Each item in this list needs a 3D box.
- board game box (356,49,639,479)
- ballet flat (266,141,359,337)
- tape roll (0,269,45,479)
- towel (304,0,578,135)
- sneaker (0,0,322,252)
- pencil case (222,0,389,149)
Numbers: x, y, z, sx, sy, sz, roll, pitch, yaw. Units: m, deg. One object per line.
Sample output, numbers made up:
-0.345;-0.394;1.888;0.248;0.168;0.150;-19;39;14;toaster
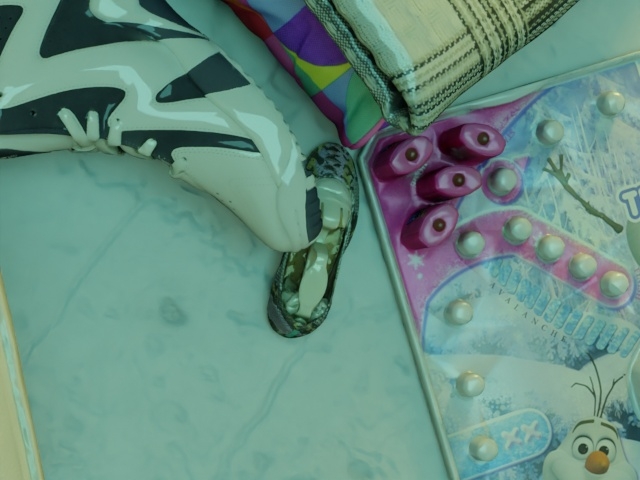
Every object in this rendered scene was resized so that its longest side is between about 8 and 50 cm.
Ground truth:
0.258;0.070;1.008;0.390;0.050;0.390;-17;93;-13;board game box
0.000;0.000;0.953;0.041;0.041;0.114;15;85;-13;ballet flat
-0.261;0.072;0.784;0.246;0.246;0.169;-12;92;-13;tape roll
0.051;-0.263;0.905;0.312;0.056;0.324;-40;96;-33;towel
-0.118;-0.058;0.898;0.153;0.094;0.235;-39;98;-10;sneaker
-0.025;-0.160;0.920;0.236;0.104;0.104;46;80;-10;pencil case
